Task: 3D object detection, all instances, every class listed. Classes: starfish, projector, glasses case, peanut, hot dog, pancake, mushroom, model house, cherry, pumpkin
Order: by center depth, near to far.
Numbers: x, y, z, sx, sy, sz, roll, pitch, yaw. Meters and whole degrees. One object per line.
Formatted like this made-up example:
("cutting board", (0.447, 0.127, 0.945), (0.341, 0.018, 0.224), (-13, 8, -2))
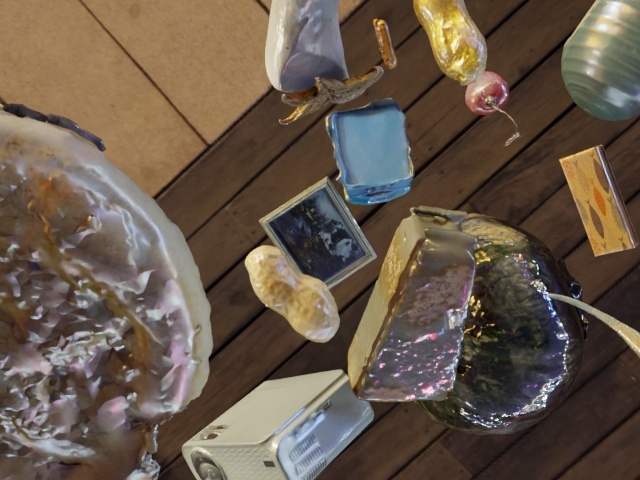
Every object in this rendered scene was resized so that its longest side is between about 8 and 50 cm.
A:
("pancake", (-0.254, 0.085, 0.419), (0.383, 0.071, 0.381), (-7, 116, -15))
("projector", (-0.069, 0.307, 0.971), (0.251, 0.198, 0.108), (-21, 97, 45))
("glasses case", (0.448, -0.064, 0.988), (0.065, 0.041, 0.169), (-21, 89, 50))
("peanut", (0.223, -0.360, 1.056), (0.087, 0.087, 0.206), (-22, 78, 8))
("mushroom", (-0.001, -0.464, 1.118), (0.178, 0.396, 0.126), (-11, 50, -23))
("starfish", (0.009, -0.292, 1.234), (0.241, 0.227, 0.043), (-26, 81, 30))
("pumpkin", (0.311, 0.168, 1.262), (0.344, 0.454, 0.453), (6, 96, -31))
("hot dog", (0.147, -0.449, 1.414), (0.037, 0.049, 0.122), (-23, 115, 1))
("cherry", (0.418, -0.326, 1.515), (0.107, 0.090, 0.225), (-17, 60, 19))
("peanut", (-0.072, 0.141, 1.634), (0.313, 0.149, 0.149), (40, 98, -5))
("model house", (0.149, -0.242, 1.788), (0.216, 0.303, 0.237), (-11, 80, 6))

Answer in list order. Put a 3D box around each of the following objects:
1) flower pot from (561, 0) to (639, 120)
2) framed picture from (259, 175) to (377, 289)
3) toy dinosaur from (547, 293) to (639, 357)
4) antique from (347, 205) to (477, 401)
("flower pot", (0.446, -0.288, 0.864), (0.157, 0.189, 0.243), (36, 99, 10))
("framed picture", (0.000, 0.000, 1.739), (0.232, 0.019, 0.296), (-34, 113, -1))
("toy dinosaur", (0.496, 0.186, 0.855), (0.393, 0.205, 0.092), (44, 121, 9))
("antique", (0.134, 0.088, 0.857), (0.150, 0.125, 0.284), (6, 122, -7))
